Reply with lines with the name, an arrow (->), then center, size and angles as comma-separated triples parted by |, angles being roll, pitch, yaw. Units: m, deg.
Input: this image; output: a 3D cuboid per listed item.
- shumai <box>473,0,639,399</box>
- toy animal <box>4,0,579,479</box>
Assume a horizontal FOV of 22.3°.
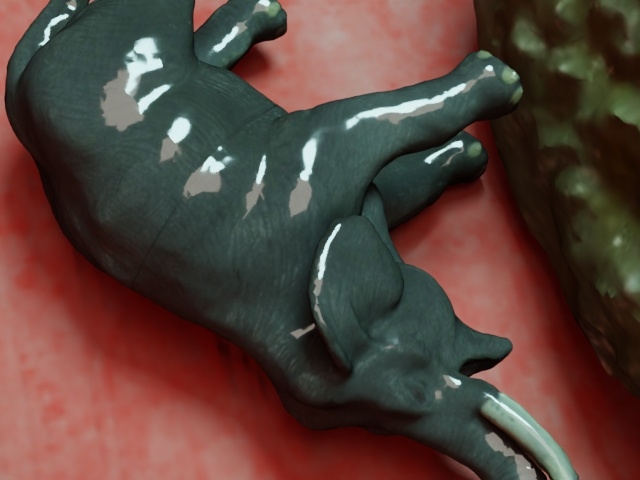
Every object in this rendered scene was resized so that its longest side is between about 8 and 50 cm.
shumai -> 0.257, -0.112, 0.505 | 0.323, 0.397, 0.324 | -5, 35, -35
toy animal -> 0.008, -0.004, 0.537 | 0.269, 0.082, 0.137 | 43, 69, 10
